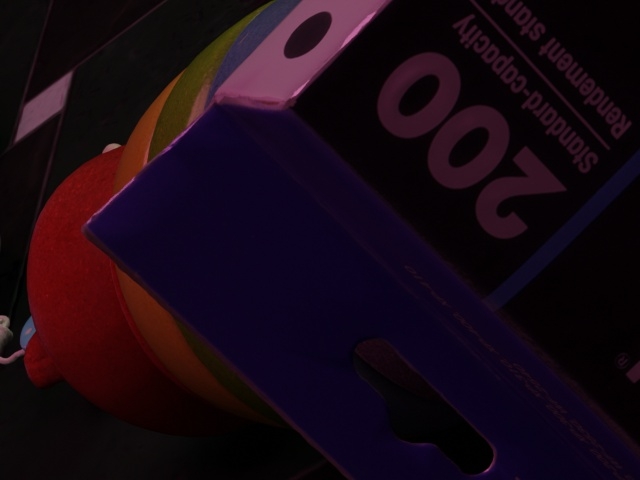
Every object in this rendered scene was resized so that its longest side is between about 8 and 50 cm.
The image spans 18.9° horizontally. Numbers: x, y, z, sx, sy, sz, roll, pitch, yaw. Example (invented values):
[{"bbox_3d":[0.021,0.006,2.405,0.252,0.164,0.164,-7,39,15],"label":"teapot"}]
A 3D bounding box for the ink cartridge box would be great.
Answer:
[{"bbox_3d":[0.084,-0.005,0.485,0.208,0.206,0.045,-45,23,2],"label":"ink cartridge box"}]

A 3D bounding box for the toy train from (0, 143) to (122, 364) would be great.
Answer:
[{"bbox_3d":[-0.090,0.008,0.901,0.125,0.046,0.166,-2,46,56],"label":"toy train"}]

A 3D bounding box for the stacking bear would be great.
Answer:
[{"bbox_3d":[0.000,0.000,0.667,0.289,0.164,0.175,-17,37,51],"label":"stacking bear"}]
